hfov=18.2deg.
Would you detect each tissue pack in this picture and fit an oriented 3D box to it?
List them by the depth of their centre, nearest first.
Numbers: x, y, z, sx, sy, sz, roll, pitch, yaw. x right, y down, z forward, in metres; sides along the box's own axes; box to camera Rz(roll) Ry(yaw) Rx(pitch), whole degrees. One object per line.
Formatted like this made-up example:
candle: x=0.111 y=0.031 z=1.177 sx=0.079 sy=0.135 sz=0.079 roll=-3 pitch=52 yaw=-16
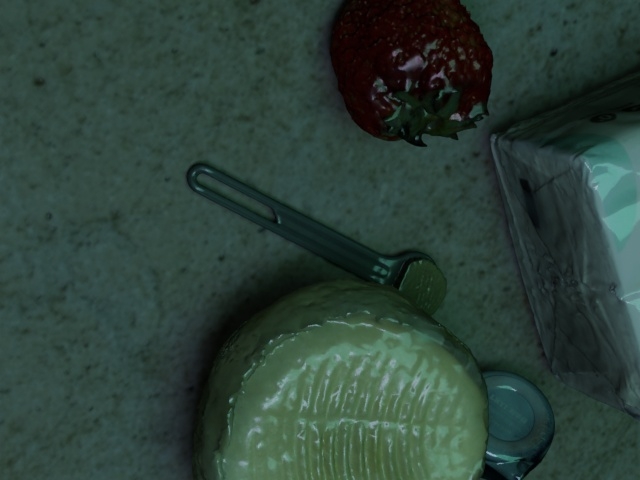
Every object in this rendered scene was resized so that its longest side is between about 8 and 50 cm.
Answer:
tissue pack: x=0.360 y=-0.036 z=1.778 sx=0.356 sy=0.194 sz=0.266 roll=-25 pitch=112 yaw=-20

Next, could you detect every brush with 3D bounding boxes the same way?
brush: x=0.000 y=0.000 z=1.700 sx=0.266 sy=0.027 sz=0.062 roll=27 pitch=87 yaw=-28

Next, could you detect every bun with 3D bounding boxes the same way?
bun: x=0.009 y=0.152 z=1.663 sx=0.259 sy=0.152 sz=0.259 roll=-3 pitch=103 yaw=-13

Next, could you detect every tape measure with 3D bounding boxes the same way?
tape measure: x=0.153 y=0.205 z=1.812 sx=0.107 sy=0.104 sz=0.180 roll=-49 pitch=154 yaw=-35

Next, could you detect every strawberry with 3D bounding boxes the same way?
strawberry: x=0.072 y=-0.152 z=1.669 sx=0.131 sy=0.148 sz=0.131 roll=-17 pitch=148 yaw=-11
